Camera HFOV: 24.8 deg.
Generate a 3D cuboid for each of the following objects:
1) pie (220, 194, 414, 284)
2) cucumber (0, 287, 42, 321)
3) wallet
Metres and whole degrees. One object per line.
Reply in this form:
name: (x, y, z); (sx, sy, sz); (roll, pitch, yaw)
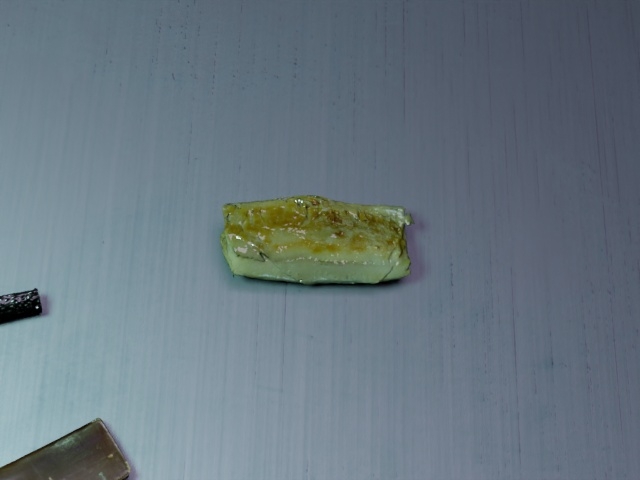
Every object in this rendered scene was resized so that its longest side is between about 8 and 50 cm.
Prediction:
pie: (0.000, 0.000, 2.028); (0.282, 0.068, 0.128); (0, 63, -15)
cucumber: (-0.441, 0.094, 1.879); (0.163, 0.043, 0.039); (-14, 74, -17)
wallet: (-0.330, 0.295, 1.806); (0.176, 0.026, 0.095); (-26, 65, -26)
